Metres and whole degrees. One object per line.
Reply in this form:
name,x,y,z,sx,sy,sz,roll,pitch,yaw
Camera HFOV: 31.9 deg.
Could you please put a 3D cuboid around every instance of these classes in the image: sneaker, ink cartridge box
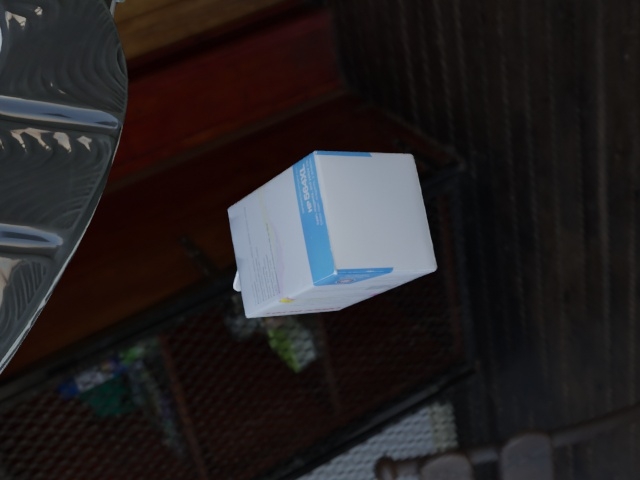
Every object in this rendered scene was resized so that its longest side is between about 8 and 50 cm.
sneaker,-0.185,-0.040,0.629,0.257,0.169,0.447,105,174,-55
ink cartridge box,0.000,0.000,0.828,0.143,0.092,0.090,-27,70,52

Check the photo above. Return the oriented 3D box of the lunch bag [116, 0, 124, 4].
lunch bag,-0.355,-0.307,1.108,0.305,0.212,0.256,25,-166,-3
